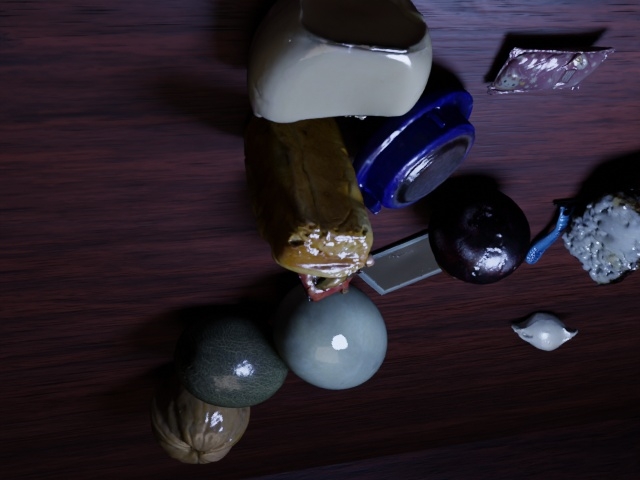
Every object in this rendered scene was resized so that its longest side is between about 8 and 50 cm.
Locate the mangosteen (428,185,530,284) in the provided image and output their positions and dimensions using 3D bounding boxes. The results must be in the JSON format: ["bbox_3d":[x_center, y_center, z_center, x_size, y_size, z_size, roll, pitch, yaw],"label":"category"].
[{"bbox_3d":[0.325,-0.005,1.472,0.211,0.211,0.250,-8,170,-8],"label":"mangosteen"}]

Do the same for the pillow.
[{"bbox_3d":[0.379,-0.287,1.156,0.185,0.043,0.118,-1,155,-12],"label":"pillow"}]

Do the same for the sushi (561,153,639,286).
[{"bbox_3d":[0.678,-0.046,1.542,0.182,0.196,0.343,-46,165,-23],"label":"sushi"}]

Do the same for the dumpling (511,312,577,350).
[{"bbox_3d":[0.699,0.278,2.183,0.111,0.181,0.155,-60,169,9],"label":"dumpling"}]

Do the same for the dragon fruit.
[{"bbox_3d":[0.000,0.000,1.344,0.147,0.211,0.282,-24,132,-5],"label":"dragon fruit"}]

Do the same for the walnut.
[{"bbox_3d":[-0.343,0.486,1.966,0.285,0.285,0.296,-1,135,-20],"label":"walnut"}]

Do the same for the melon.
[{"bbox_3d":[-0.213,0.294,1.724,0.301,0.237,0.237,20,137,-42],"label":"melon"}]

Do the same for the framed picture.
[{"bbox_3d":[0.228,0.047,1.687,0.273,0.016,0.216,-23,149,17],"label":"framed picture"}]

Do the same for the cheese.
[{"bbox_3d":[0.027,-0.254,0.999,0.266,0.127,0.233,-1,151,-15],"label":"cheese"}]

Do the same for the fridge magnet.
[{"bbox_3d":[0.162,-0.151,1.190,0.265,0.113,0.265,-34,162,-13],"label":"fridge magnet"}]

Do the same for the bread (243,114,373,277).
[{"bbox_3d":[-0.021,-0.082,1.104,0.166,0.294,0.132,11,138,-34],"label":"bread"}]

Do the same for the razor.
[{"bbox_3d":[0.556,-0.015,1.682,0.082,0.042,0.253,-6,150,-13],"label":"razor"}]

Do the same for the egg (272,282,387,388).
[{"bbox_3d":[0.027,0.228,1.679,0.258,0.258,0.352,-20,146,13],"label":"egg"}]
